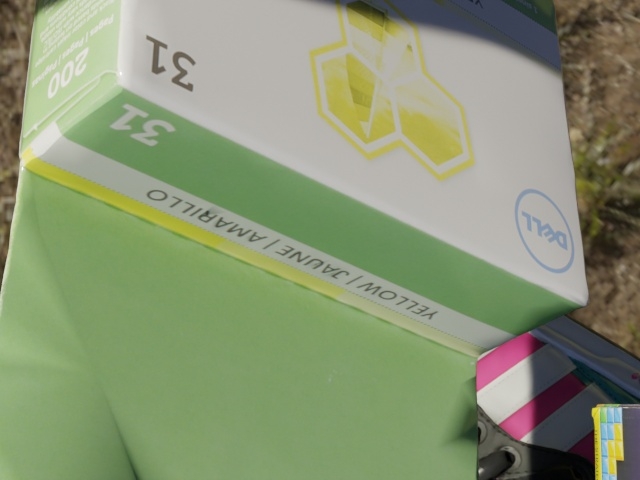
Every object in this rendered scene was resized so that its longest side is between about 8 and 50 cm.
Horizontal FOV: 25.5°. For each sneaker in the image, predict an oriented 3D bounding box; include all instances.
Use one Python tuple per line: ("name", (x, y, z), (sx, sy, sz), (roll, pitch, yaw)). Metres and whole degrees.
("sneaker", (0.048, 0.105, 0.572), (0.296, 0.178, 0.124), (27, 129, -19))

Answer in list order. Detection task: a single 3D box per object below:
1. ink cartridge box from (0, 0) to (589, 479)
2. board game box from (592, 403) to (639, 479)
("ink cartridge box", (0.000, 0.000, 0.383), (0.171, 0.235, 0.056), (24, 140, -34))
("board game box", (0.178, 0.124, 0.466), (0.170, 0.048, 0.141), (1, 84, -12))
